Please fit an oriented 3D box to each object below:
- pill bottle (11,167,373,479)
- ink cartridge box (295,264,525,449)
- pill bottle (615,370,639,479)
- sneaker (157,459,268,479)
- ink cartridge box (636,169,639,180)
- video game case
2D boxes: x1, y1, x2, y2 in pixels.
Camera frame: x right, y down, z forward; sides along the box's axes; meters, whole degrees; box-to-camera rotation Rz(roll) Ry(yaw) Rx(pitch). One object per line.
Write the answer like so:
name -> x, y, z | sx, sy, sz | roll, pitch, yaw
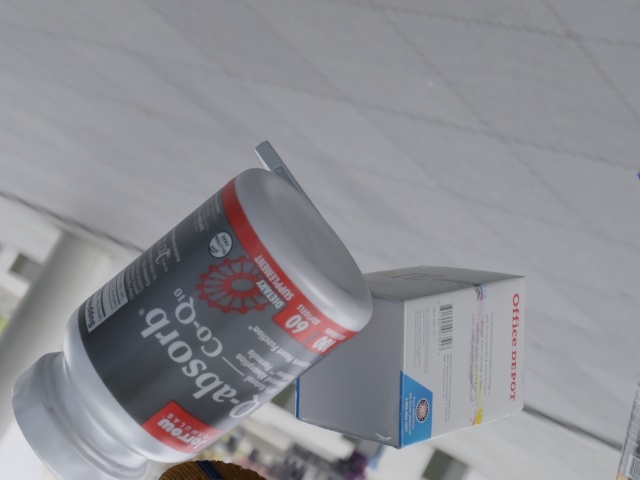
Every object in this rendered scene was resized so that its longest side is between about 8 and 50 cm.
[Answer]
pill bottle -> -0.141, 0.107, 1.456 | 0.210, 0.363, 0.210 | 47, -167, -15
ink cartridge box -> 0.110, 0.128, 1.600 | 0.168, 0.171, 0.233 | 7, -171, 43
pill bottle -> 0.522, 0.244, 1.912 | 0.162, 0.278, 0.162 | 11, -173, -1
sneaker -> -0.067, 0.318, 1.413 | 0.296, 0.131, 0.112 | 23, -161, -40
ink cartridge box -> 0.588, -0.095, 2.018 | 0.207, 0.046, 0.097 | -18, 107, 40
video game case -> 0.000, 0.000, 1.790 | 0.206, 0.026, 0.227 | 55, 177, 39
